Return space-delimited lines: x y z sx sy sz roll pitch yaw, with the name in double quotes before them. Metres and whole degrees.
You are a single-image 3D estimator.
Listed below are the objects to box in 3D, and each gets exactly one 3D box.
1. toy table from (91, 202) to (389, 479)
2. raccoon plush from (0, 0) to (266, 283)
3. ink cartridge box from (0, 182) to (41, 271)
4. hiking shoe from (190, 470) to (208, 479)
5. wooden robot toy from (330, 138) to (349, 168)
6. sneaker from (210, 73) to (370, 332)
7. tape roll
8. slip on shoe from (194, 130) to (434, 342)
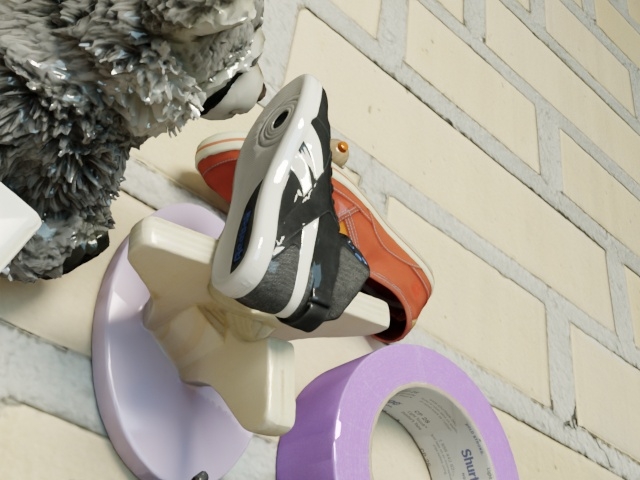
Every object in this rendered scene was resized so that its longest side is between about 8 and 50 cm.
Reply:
"toy table" -0.081 0.065 0.681 0.252 0.161 0.274 10 59 -41
"raccoon plush" -0.239 -0.126 0.501 0.446 0.299 0.216 -3 56 -45
"ink cartridge box" -0.307 0.017 0.401 0.197 0.273 0.114 44 40 -17
"hiking shoe" -0.075 0.289 0.587 0.086 0.114 0.227 -26 87 -48
"wooden robot toy" 0.002 -0.085 0.911 0.076 0.079 0.173 -21 82 -49
"sneaker" -0.009 -0.024 0.634 0.121 0.079 0.217 35 53 -29
"tape roll" 0.088 0.249 0.792 0.275 0.090 0.274 24 52 -35
"slip on shoe" 0.000 0.000 0.837 0.331 0.123 0.101 40 48 -27
